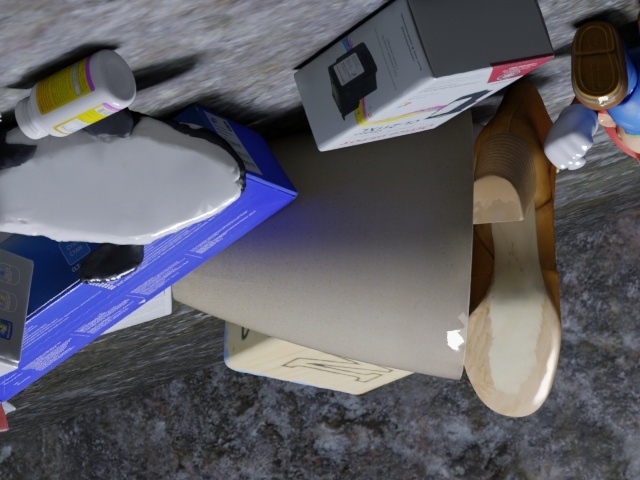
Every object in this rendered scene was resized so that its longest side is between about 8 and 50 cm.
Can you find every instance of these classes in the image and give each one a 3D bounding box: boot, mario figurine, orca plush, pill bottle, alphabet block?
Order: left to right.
[{"bbox_3d":[-0.203,-0.043,1.459,0.287,0.151,0.102,-21,-156,4],"label":"orca plush"},{"bbox_3d":[-0.172,-0.099,1.323,0.083,0.043,0.043,-22,172,29],"label":"pill bottle"},{"bbox_3d":[0.021,0.051,2.124,0.193,0.192,0.197,12,159,-27],"label":"alphabet block"},{"bbox_3d":[0.206,0.006,1.908,0.104,0.295,0.211,2,-151,17],"label":"boot"},{"bbox_3d":[0.339,-0.122,1.851,0.198,0.170,0.320,16,175,19],"label":"mario figurine"}]

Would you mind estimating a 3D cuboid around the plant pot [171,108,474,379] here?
[{"bbox_3d":[0.000,0.000,1.788,0.274,0.256,0.256,1,172,1],"label":"plant pot"}]

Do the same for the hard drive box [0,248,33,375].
[{"bbox_3d":[-0.358,0.044,1.389,0.232,0.089,0.181,22,149,-34],"label":"hard drive box"}]

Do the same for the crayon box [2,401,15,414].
[{"bbox_3d":[-0.503,0.204,2.158,0.323,0.203,0.083,-30,-150,55],"label":"crayon box"}]

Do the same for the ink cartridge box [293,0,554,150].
[{"bbox_3d":[0.080,-0.139,1.515,0.127,0.072,0.175,-14,171,-34],"label":"ink cartridge box"}]

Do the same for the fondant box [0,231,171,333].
[{"bbox_3d":[-0.277,0.047,1.942,0.238,0.096,0.330,-17,171,-7],"label":"fondant box"}]

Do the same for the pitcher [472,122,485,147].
[{"bbox_3d":[0.120,-0.041,2.012,0.207,0.125,0.178,-4,128,-52],"label":"pitcher"}]

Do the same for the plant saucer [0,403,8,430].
[{"bbox_3d":[-0.434,0.107,1.731,0.258,0.047,0.259,23,-177,14],"label":"plant saucer"}]

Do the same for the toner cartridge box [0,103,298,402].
[{"bbox_3d":[-0.199,0.019,1.655,0.348,0.075,0.165,-35,164,11],"label":"toner cartridge box"}]
